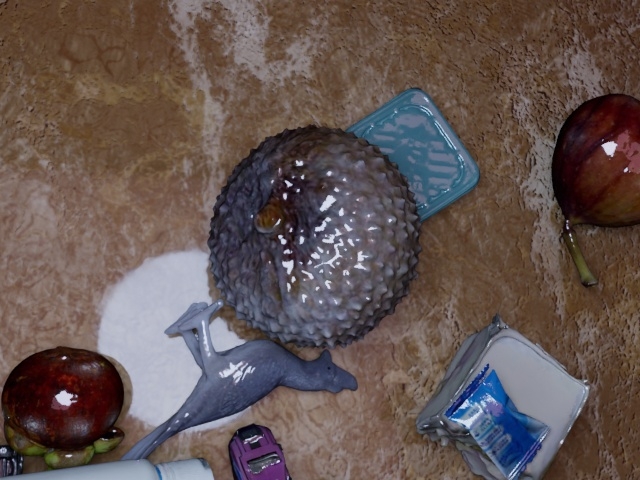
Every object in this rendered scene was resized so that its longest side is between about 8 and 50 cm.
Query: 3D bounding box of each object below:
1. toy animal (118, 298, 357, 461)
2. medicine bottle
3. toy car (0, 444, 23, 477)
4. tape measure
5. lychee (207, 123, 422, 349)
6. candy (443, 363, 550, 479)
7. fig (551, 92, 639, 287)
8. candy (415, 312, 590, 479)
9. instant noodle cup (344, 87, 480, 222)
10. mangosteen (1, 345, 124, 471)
[{"bbox_3d":[-0.138,0.181,1.017,0.366,0.081,0.206,-20,102,-14],"label":"toy animal"},{"bbox_3d":[-0.260,0.338,0.897,0.257,0.143,0.144,-2,80,-26],"label":"medicine bottle"},{"bbox_3d":[-0.464,0.295,0.960,0.165,0.062,0.071,3,79,-9],"label":"toy car"},{"bbox_3d":[-0.075,0.310,0.987,0.074,0.125,0.118,-15,115,-14],"label":"tape measure"},{"bbox_3d":[-0.005,0.003,0.980,0.299,0.300,0.300,2,80,-9],"label":"lychee"},{"bbox_3d":[0.230,0.234,0.955,0.136,0.038,0.088,46,76,-8],"label":"candy"},{"bbox_3d":[0.420,-0.089,1.132,0.203,0.186,0.249,36,109,-15],"label":"fig"},{"bbox_3d":[0.248,0.229,1.049,0.184,0.137,0.195,35,75,-2],"label":"candy"},{"bbox_3d":[0.131,-0.119,1.128,0.157,0.070,0.179,-33,87,-12],"label":"instant noodle cup"},{"bbox_3d":[-0.325,0.227,0.951,0.155,0.146,0.182,8,76,-13],"label":"mangosteen"}]
